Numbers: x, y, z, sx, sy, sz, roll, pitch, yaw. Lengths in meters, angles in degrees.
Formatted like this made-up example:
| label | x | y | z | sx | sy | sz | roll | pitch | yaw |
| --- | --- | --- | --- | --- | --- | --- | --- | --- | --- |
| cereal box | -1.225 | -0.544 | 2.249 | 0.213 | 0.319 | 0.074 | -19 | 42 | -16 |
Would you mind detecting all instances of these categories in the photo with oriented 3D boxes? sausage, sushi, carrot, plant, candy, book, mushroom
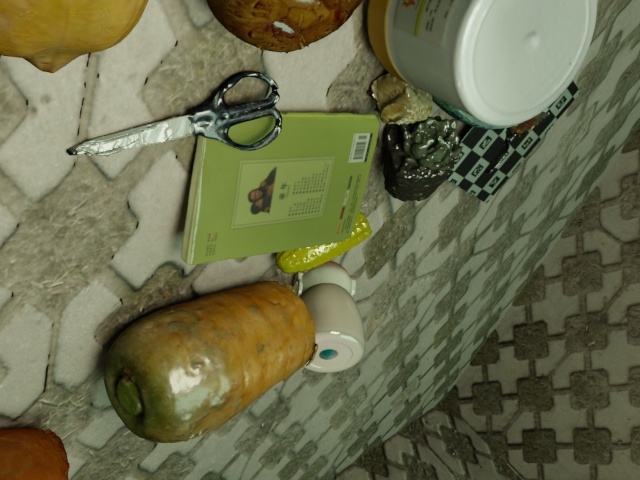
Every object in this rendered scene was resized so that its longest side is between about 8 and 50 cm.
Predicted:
| label | x | y | z | sx | sy | sz | roll | pitch | yaw |
| --- | --- | --- | --- | --- | --- | --- | --- | --- | --- |
| sausage | -0.507 | 0.365 | 0.926 | 0.153 | 0.141 | 0.268 | -52 | 154 | 9 |
| sushi | 0.434 | -0.276 | 1.465 | 0.359 | 0.064 | 0.343 | -53 | 148 | 15 |
| carrot | -0.190 | 0.201 | 1.076 | 0.340 | 0.224 | 0.224 | -24 | 145 | -45 |
| plant | 0.186 | -0.165 | 1.177 | 0.129 | 0.132 | 0.194 | -8 | 155 | -12 |
| candy | 0.000 | 0.000 | 1.198 | 0.198 | 0.094 | 0.106 | -34 | 145 | -17 |
| candy | 0.143 | -0.248 | 1.060 | 0.085 | 0.095 | 0.110 | -12 | 177 | 42 |
| book | -0.053 | -0.092 | 1.000 | 0.352 | 0.035 | 0.239 | -9 | 122 | -41 |
| mushroom | -0.025 | -0.287 | 0.661 | 0.194 | 0.138 | 0.231 | 3 | 169 | -11 |

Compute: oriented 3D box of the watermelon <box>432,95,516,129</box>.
| label | x | y | z | sx | sy | sz | roll | pitch | yaw |
| --- | --- | --- | --- | --- | --- | --- | --- | --- | --- |
| watermelon | 0.293 | -0.335 | 1.163 | 0.318 | 0.148 | 0.226 | 4 | 108 | -38 |

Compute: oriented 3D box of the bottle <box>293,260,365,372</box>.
| label | x | y | z | sx | sy | sz | roll | pitch | yaw |
| --- | --- | --- | --- | --- | --- | --- | --- | --- | --- |
| bottle | 0.013 | 0.140 | 1.281 | 0.147 | 0.237 | 0.148 | -1 | 136 | -1 |

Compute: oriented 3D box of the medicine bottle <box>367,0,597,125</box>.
| label | x | y | z | sx | sy | sz | roll | pitch | yaw |
| --- | --- | --- | --- | --- | --- | --- | --- | --- | --- |
| medicine bottle | 0.222 | -0.311 | 0.877 | 0.237 | 0.232 | 0.238 | -15 | 125 | -23 |

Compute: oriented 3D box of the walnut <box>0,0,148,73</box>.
| label | x | y | z | sx | sy | sz | roll | pitch | yaw |
| --- | --- | --- | --- | --- | --- | --- | --- | --- | --- |
| walnut | -0.217 | -0.252 | 0.455 | 0.203 | 0.203 | 0.298 | -22 | 147 | -38 |

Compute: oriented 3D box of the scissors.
| label | x | y | z | sx | sy | sz | roll | pitch | yaw |
| --- | --- | --- | --- | --- | --- | --- | --- | --- | --- |
| scissors | -0.179 | -0.150 | 0.805 | 0.300 | 0.022 | 0.109 | -21 | 117 | -32 |
